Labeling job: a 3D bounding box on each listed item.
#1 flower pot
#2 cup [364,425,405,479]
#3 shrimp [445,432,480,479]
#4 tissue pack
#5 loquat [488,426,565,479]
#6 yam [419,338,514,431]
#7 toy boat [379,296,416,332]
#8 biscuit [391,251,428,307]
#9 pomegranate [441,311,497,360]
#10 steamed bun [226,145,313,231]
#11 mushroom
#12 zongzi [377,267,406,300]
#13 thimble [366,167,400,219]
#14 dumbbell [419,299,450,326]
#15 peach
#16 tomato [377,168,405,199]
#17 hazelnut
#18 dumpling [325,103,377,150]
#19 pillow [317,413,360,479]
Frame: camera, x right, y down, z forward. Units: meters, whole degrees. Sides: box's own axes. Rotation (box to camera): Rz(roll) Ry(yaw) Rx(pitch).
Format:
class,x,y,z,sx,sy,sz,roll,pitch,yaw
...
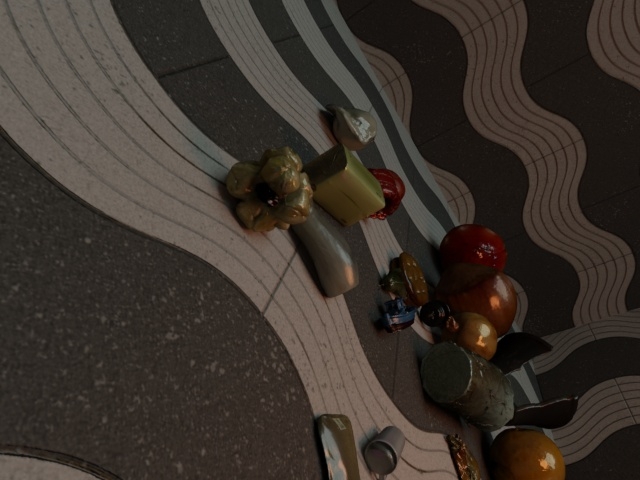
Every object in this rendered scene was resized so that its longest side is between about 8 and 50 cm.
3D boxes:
class,x,y,z,sx,sy,sz,roll,pitch,yaw
flower pot,0.734,0.568,1.717,0.251,0.379,0.379,-10,72,-28
cup,0.152,0.493,1.025,0.116,0.074,0.104,4,87,-67
shrimp,0.460,0.712,1.420,0.217,0.051,0.115,64,27,-4
tissue pack,0.073,-0.164,1.378,0.234,0.159,0.125,37,36,-44
loquat,0.759,0.823,1.641,0.263,0.263,0.263,44,31,-36
yam,0.496,0.493,1.514,0.348,0.241,0.241,38,35,-39
toy boat,0.242,0.226,1.397,0.223,0.100,0.097,-1,76,-65
biscuit,0.344,0.154,1.704,0.220,0.066,0.220,43,33,-36
pomegranate,0.572,0.376,1.710,0.207,0.207,0.207,44,31,-36
steamed bun,-0.111,-0.093,0.961,0.192,0.178,0.106,67,30,-26
mushroom,0.000,0.000,1.164,0.328,0.122,0.159,61,-11,-8
zongzi,0.255,0.178,1.536,0.154,0.062,0.130,-34,109,-59
thimble,0.189,-0.166,1.593,0.190,0.163,0.125,17,49,-39
dumbbell,0.449,0.284,1.743,0.208,0.099,0.099,3,64,-61
peach,0.796,0.080,2.327,0.370,0.370,0.370,44,31,-36
tomato,0.259,-0.193,1.780,0.187,0.151,0.187,45,34,-43
hazelnut,0.658,0.259,1.919,0.372,0.315,0.372,159,-90,-83
dumpling,0.107,-0.459,1.772,0.227,0.243,0.175,34,75,-18
pillow,0.046,0.457,0.882,0.130,0.033,0.217,26,44,-48
